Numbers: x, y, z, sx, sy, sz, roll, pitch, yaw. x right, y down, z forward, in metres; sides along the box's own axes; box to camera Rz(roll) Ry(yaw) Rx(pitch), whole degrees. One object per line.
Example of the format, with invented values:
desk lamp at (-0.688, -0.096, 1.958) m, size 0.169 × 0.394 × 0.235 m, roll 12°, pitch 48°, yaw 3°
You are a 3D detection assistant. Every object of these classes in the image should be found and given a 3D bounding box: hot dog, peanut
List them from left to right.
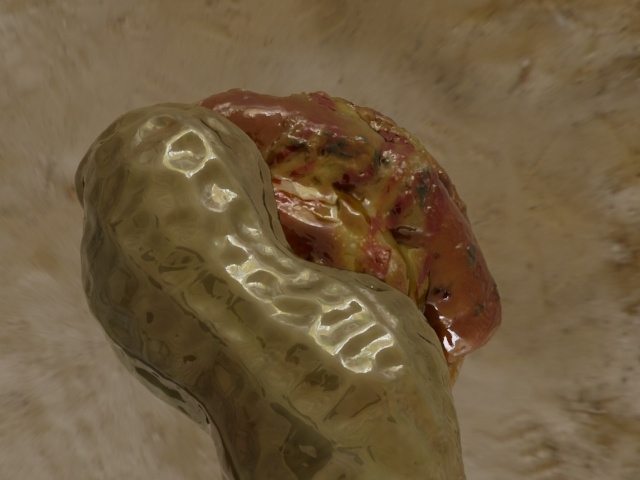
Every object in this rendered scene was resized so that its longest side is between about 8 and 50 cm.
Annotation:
peanut at (-0.028, 0.047, 0.938) m, size 0.136 × 0.120 × 0.298 m, roll -34°, pitch 65°, yaw -11°
hot dog at (0.000, 0.000, 1.141) m, size 0.256 × 0.153 × 0.150 m, roll 35°, pitch 49°, yaw -11°
